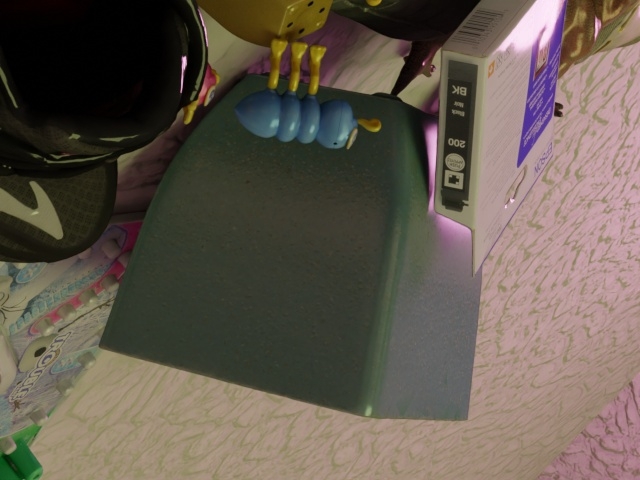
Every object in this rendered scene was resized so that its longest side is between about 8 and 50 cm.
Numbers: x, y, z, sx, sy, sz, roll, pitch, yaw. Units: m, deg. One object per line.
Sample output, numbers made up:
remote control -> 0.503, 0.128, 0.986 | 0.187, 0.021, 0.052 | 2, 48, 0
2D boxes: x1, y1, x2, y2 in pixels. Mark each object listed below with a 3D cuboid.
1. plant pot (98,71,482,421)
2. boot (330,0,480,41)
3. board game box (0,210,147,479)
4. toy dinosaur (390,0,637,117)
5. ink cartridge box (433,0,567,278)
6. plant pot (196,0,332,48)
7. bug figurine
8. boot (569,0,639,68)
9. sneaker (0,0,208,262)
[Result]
plant pot -> 0.000, 0.000, 1.531 | 0.247, 0.247, 0.252 | 13, 90, -66
boot -> 0.082, -0.201, 1.437 | 0.189, 0.076, 0.208 | -1, 171, 30
board game box -> -0.307, 0.136, 1.567 | 0.390, 0.050, 0.390 | -9, 143, -56
toy dinosaur -> 0.181, -0.216, 1.619 | 0.295, 0.127, 0.200 | -12, 139, -23
ink cartridge box -> 0.148, -0.109, 1.496 | 0.206, 0.045, 0.208 | -52, 149, -48
plant pot -> -0.034, -0.188, 1.320 | 0.081, 0.083, 0.081 | -28, 156, -30
bug figurine -> -0.049, -0.147, 1.235 | 0.216, 0.072, 0.279 | 6, 145, -6
boot -> 0.309, -0.254, 1.819 | 0.165, 0.077, 0.213 | -21, 158, -42
sneaker -> -0.176, -0.098, 1.074 | 0.185, 0.202, 0.483 | -33, 159, -18
